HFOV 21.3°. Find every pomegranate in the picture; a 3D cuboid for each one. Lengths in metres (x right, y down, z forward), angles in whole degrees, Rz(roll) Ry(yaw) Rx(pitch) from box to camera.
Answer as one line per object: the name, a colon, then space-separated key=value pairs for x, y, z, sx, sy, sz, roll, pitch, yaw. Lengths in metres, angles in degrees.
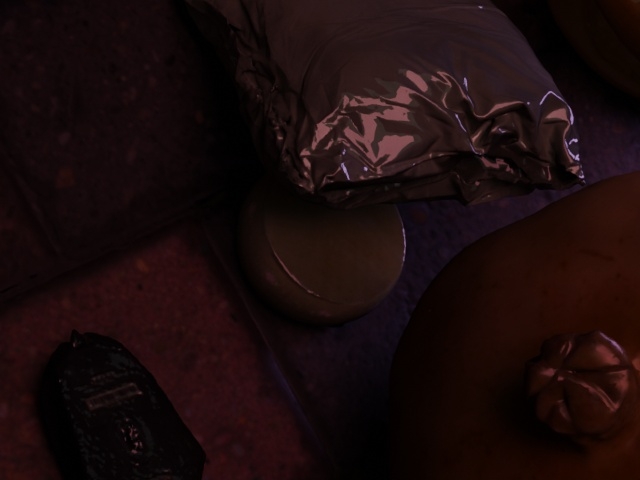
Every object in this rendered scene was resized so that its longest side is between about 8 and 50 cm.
pomegranate: x=0.235 y=0.147 z=1.283 sx=0.411 sy=0.411 sz=0.411 roll=11 pitch=66 yaw=-26

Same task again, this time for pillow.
pillow: x=0.047 y=-0.133 z=1.391 sx=0.283 sy=0.138 sz=0.310 roll=-1 pitch=39 yaw=-23

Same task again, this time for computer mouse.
computer mouse: x=-0.150 y=0.146 z=1.258 sx=0.099 sy=0.057 sz=0.172 roll=-16 pitch=68 yaw=-32

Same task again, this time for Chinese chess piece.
Chinese chess piece: x=0.000 y=0.000 z=1.399 sx=0.144 sy=0.058 sz=0.144 roll=12 pitch=64 yaw=-25

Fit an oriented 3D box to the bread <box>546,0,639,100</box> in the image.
bread: x=0.354 y=-0.242 z=1.574 sx=0.316 sy=0.270 sz=0.211 roll=35 pitch=43 yaw=-23
